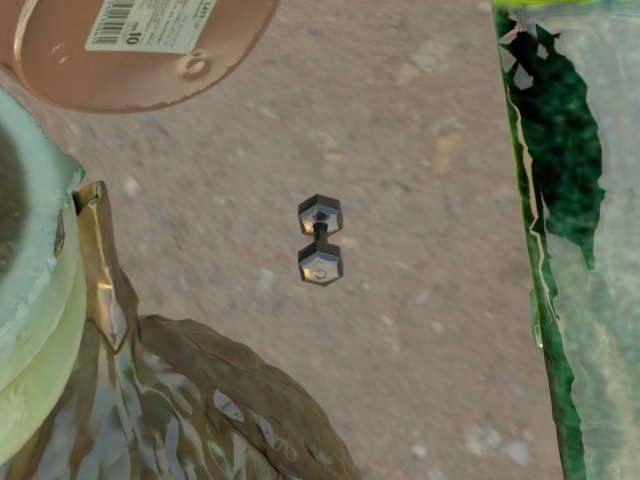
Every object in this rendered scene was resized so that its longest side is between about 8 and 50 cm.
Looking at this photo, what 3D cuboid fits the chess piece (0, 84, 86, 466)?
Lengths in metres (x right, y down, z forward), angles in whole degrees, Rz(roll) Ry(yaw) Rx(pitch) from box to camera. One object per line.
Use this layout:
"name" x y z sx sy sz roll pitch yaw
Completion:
"chess piece" -0.165 0.089 0.590 0.175 0.176 0.298 -2 137 -13

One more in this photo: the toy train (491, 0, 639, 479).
"toy train" 0.139 -0.047 0.638 0.179 0.272 0.442 -7 115 11

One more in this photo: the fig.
"fig" -0.102 0.121 0.951 0.286 0.286 0.369 -7 137 -12

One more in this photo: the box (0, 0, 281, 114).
"box" -0.180 -0.254 1.524 0.301 0.216 0.301 -20 145 -15

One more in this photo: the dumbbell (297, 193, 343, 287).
"dumbbell" 0.000 0.000 1.502 0.040 0.083 0.036 16 129 -13
